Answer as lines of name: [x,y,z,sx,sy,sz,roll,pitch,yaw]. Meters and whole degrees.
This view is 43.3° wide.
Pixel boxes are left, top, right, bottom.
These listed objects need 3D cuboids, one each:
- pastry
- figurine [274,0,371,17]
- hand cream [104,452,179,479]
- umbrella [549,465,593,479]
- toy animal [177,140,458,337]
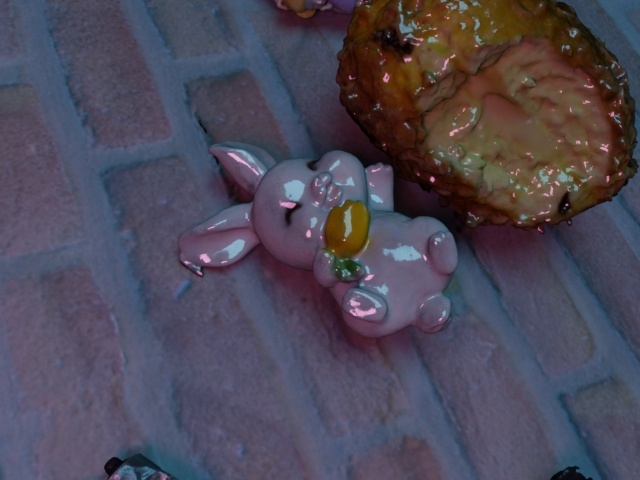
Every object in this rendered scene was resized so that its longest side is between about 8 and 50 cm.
pastry: [0.195,-0.191,1.020,0.405,0.292,0.337,29,22,-25]
figurine: [-0.037,-0.407,1.216,0.236,0.127,0.155,4,65,-7]
hand cream: [-0.112,0.280,0.734,0.248,0.052,0.075,34,53,25]
umbrella: [0.182,0.351,0.778,0.094,0.090,0.326,34,54,12]
toy animal: [0.006,-0.005,0.937,0.325,0.154,0.208,12,74,17]
